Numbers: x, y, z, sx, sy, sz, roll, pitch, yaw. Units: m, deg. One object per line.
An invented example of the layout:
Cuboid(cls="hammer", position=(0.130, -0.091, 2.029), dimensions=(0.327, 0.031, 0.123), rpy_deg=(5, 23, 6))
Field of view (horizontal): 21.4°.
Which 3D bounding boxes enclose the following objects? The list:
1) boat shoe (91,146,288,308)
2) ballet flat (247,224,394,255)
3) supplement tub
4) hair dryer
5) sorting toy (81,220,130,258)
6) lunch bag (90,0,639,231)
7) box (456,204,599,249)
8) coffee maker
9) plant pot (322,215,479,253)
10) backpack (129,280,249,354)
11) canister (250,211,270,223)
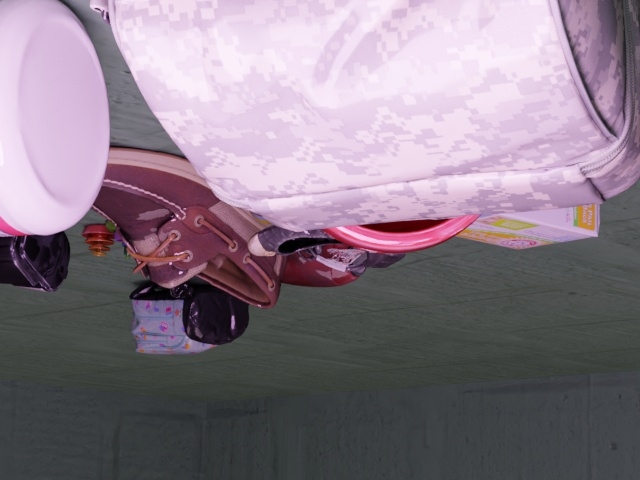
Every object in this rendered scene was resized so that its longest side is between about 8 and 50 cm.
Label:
Cuboid(cls="boat shoe", position=(-0.159, -0.007, 1.905), dimensions=(0.123, 0.123, 0.342), rpy_deg=(-7, 157, 37))
Cuboid(cls="ballet flat", position=(0.000, 0.000, 1.798), dimensions=(0.173, 0.049, 0.057), rpy_deg=(-8, 170, 24))
Cuboid(cls="supplement tub", position=(-0.323, -0.093, 1.350), dimensions=(0.272, 0.191, 0.191), rpy_deg=(-3, 168, 20))
Cuboid(cls="hair dryer", position=(-0.036, -0.008, 2.151), dimensions=(0.224, 0.080, 0.293), rpy_deg=(22, 157, -17))
Cuboid(cls="sorting toy", position=(-0.269, 0.000, 2.222), dimensions=(0.061, 0.042, 0.102), rpy_deg=(11, 165, -42))
Cuboid(cls="lunch bag", position=(0.046, -0.135, 1.036), dimensions=(0.305, 0.212, 0.256), rpy_deg=(-4, 169, 21))
Cuboid(cls="box", position=(0.174, -0.060, 1.694), dimensions=(0.203, 0.103, 0.114), rpy_deg=(11, 165, -41))
Cuboid(cls="coffee maker", position=(-0.419, 0.004, 2.059), dimensions=(0.178, 0.120, 0.171), rpy_deg=(-4, 167, 24))
Cuboid(cls="plant pot", position=(0.058, -0.079, 1.393), dimensions=(0.191, 0.191, 0.174), rpy_deg=(1, 174, 0))
Cuboid(cls="backpack", position=(-0.221, 0.123, 2.668), dimensions=(0.182, 0.115, 0.152), rpy_deg=(-4, 171, 39))
Cuboid(cls="canister", position=(-0.029, -0.064, 1.786), dimensions=(0.126, 0.073, 0.170), rpy_deg=(-1, 170, 5))
